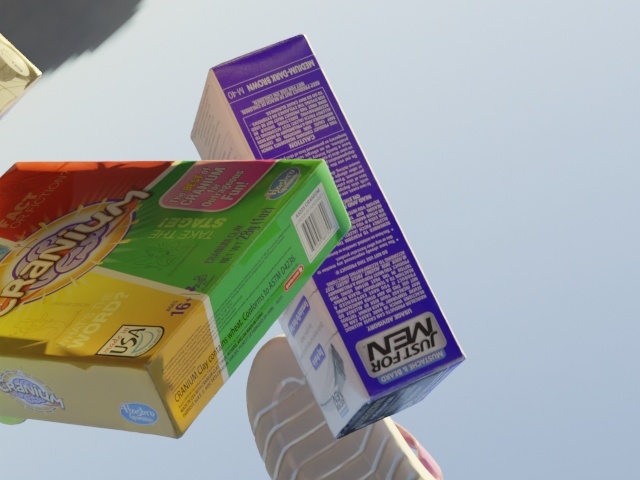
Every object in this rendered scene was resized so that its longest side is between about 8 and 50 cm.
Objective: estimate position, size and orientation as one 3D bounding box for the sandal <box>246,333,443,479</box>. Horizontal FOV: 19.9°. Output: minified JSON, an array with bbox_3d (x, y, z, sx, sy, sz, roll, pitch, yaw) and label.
[{"bbox_3d":[0.075,0.269,1.920,0.102,0.416,0.169,-14,146,-55],"label":"sandal"}]

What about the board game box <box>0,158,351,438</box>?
[{"bbox_3d":[-0.170,0.033,1.347,0.316,0.064,0.242,1,-143,36],"label":"board game box"}]

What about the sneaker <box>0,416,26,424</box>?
[{"bbox_3d":[-0.351,0.123,1.814,0.081,0.208,0.094,-14,-140,16],"label":"sneaker"}]

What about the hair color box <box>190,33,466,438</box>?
[{"bbox_3d":[0.000,0.000,1.704,0.110,0.339,0.185,-21,168,-15],"label":"hair color box"}]

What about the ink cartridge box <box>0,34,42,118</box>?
[{"bbox_3d":[-0.373,-0.091,1.429,0.065,0.165,0.333,-38,-168,44],"label":"ink cartridge box"}]
